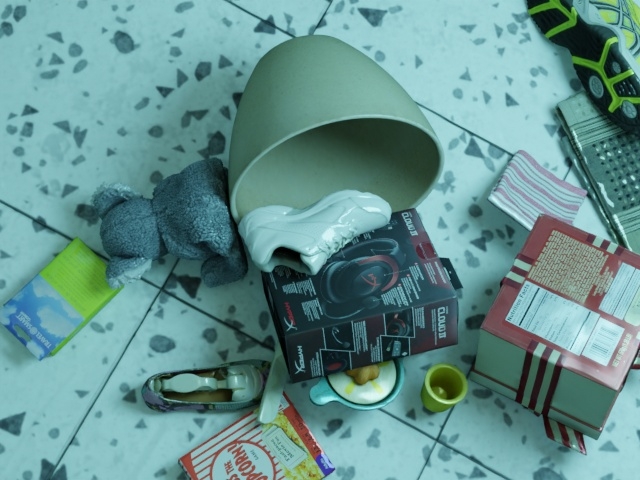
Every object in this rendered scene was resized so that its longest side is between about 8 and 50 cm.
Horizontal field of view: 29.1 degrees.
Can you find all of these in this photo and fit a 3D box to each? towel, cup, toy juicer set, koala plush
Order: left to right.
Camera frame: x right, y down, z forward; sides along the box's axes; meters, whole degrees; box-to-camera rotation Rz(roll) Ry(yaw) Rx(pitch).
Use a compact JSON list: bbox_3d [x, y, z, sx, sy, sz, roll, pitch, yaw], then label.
[{"bbox_3d":[-0.242,-0.027,1.914,0.221,0.203,0.196,-11,75,1],"label":"koala plush"},{"bbox_3d":[0.001,-0.177,1.909,0.331,0.331,0.237,-9,59,-10],"label":"cup"},{"bbox_3d":[0.055,0.169,1.916,0.329,0.089,0.209,-2,61,-13],"label":"toy juicer set"},{"bbox_3d":[0.358,-0.071,2.027,0.144,0.029,0.197,34,35,4],"label":"towel"},{"bbox_3d":[0.590,-0.150,2.133,0.324,0.056,0.312,-20,80,-15],"label":"towel"}]

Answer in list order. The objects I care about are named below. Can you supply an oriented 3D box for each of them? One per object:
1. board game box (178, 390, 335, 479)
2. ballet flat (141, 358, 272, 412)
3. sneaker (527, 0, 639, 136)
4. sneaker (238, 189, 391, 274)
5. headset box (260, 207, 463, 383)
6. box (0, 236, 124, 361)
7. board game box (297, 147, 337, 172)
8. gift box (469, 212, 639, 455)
[{"bbox_3d":[-0.098,0.344,1.885,0.193,0.045,0.147,-32,79,-16],"label":"board game box"},{"bbox_3d":[-0.164,0.222,1.895,0.221,0.079,0.077,-5,74,-9],"label":"ballet flat"},{"bbox_3d":[0.500,-0.341,2.088,0.147,0.145,0.385,-18,62,-18],"label":"sneaker"},{"bbox_3d":[0.000,0.000,1.847,0.232,0.090,0.115,-13,57,-4],"label":"sneaker"},{"bbox_3d":[0.069,0.077,1.887,0.293,0.110,0.218,-13,42,-7],"label":"headset box"},{"bbox_3d":[-0.404,0.094,1.919,0.109,0.042,0.178,43,73,7],"label":"box"},{"bbox_3d":[0.024,-0.169,2.065,0.186,0.026,0.126,13,72,-4],"label":"board game box"},{"bbox_3d":[0.392,0.156,1.895,0.276,0.258,0.255,30,70,16],"label":"gift box"}]
